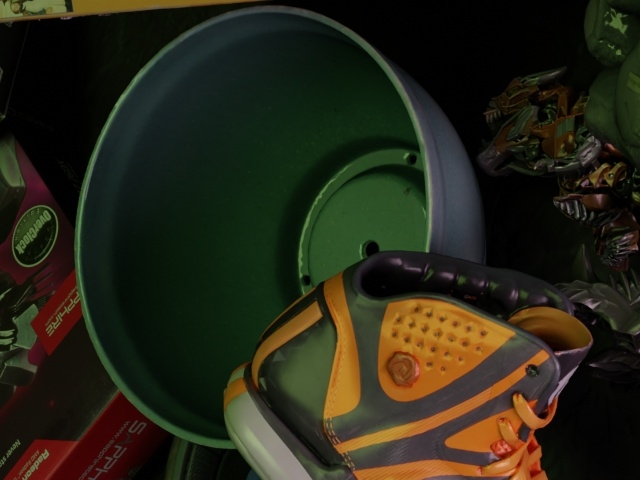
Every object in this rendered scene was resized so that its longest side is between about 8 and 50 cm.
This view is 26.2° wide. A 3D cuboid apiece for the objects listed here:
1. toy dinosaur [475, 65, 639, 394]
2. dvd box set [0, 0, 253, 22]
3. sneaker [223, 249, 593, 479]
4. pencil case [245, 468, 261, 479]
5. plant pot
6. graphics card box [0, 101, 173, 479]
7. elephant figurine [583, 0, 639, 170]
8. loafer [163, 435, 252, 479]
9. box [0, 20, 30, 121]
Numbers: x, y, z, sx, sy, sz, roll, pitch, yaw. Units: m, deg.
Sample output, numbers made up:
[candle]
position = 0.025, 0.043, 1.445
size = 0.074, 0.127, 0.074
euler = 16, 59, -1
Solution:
[toy dinosaur]
position = 0.230, -0.024, 0.850
size = 0.322, 0.164, 0.218
euler = 5, 67, 57
[dvd box set]
position = 0.020, -0.200, 0.946
size = 0.420, 0.307, 0.062
euler = 3, 103, 38
[sneaker]
position = 0.108, 0.138, 0.757
size = 0.321, 0.124, 0.180
euler = 43, 111, -1
[pencil case]
position = 0.045, 0.252, 0.888
size = 0.119, 0.133, 0.306
euler = -36, 36, 4
[plant pot]
position = 0.000, 0.000, 0.979
size = 0.293, 0.196, 0.293
euler = -6, 80, 34
[graphics card box]
position = -0.263, 0.067, 1.226
size = 0.233, 0.094, 0.371
euler = -50, 51, 15
[elephant figurine]
position = 0.277, -0.099, 0.748
size = 0.169, 0.239, 0.186
euler = 160, 115, -82
[loafer]
position = -0.101, 0.269, 1.069
size = 0.084, 0.096, 0.268
euler = -16, 72, 41
[box]
position = -0.397, -0.158, 1.334
size = 0.307, 0.076, 0.242
euler = -30, 41, 36
